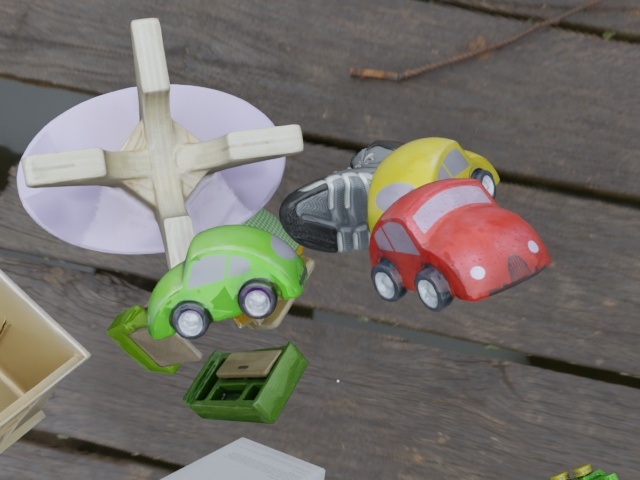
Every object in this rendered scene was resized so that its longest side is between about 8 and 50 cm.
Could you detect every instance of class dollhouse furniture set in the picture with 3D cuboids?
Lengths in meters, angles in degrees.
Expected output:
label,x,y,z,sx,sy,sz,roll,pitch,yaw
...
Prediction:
label,x,y,z,sx,sy,sz,roll,pitch,yaw
dollhouse furniture set,-0.097,0.055,1.246,0.197,0.151,0.301,49,53,-25

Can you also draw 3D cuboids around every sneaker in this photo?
label,x,y,z,sx,sy,sz,roll,pitch,yaw
sneaker,0.043,-0.055,1.058,0.229,0.132,0.086,-11,116,-24

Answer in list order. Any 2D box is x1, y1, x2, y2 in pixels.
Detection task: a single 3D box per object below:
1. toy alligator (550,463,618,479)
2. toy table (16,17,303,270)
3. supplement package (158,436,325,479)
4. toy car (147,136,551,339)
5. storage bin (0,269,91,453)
label,x,y,z,sx,sy,sz,roll,pitch,yaw
toy alligator,0.374,0.383,1.483,0.190,0.051,0.056,-31,75,34
toy table,-0.159,-0.074,0.954,0.274,0.161,0.252,-21,92,-12
supplement package,-0.146,0.461,1.562,0.177,0.293,0.175,15,103,27
toy car,0.000,0.000,0.550,0.225,0.239,0.053,-18,102,8
storage bin,-0.414,0.115,0.917,0.262,0.260,0.123,43,127,4
